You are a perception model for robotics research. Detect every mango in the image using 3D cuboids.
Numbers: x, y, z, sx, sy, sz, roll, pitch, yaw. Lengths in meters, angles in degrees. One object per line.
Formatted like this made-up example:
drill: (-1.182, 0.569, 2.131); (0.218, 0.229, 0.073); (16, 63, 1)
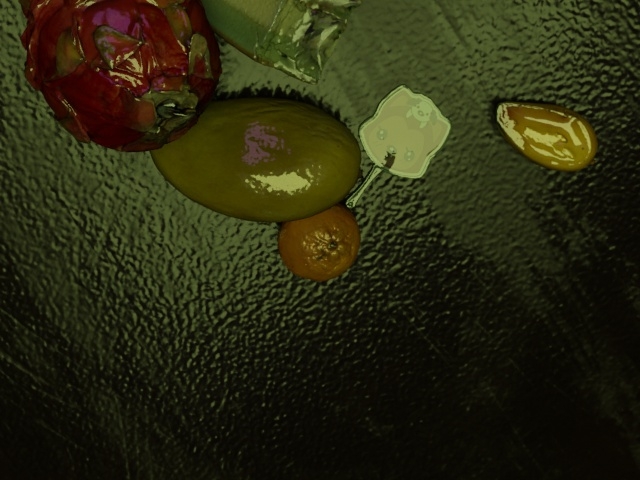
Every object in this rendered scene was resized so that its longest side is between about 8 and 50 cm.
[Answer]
mango: (0.360, -0.168, 1.610); (0.187, 0.066, 0.101); (21, 112, -4)
mango: (-0.100, -0.121, 1.538); (0.331, 0.142, 0.195); (0, 65, 1)

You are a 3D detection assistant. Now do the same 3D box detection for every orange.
orange: (-0.002, 0.000, 1.606); (0.135, 0.117, 0.136); (0, 101, 1)

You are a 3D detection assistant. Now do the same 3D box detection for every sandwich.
sandwich: (-0.076, -0.343, 1.460); (0.227, 0.198, 0.155); (25, 103, -11)

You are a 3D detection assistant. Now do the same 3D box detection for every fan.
fan: (0.110, -0.139, 1.629); (0.132, 0.009, 0.220); (35, 100, -10)

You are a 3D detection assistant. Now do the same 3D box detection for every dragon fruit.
dragon fruit: (-0.277, -0.266, 1.419); (0.277, 0.277, 0.342); (-38, 72, 7)
